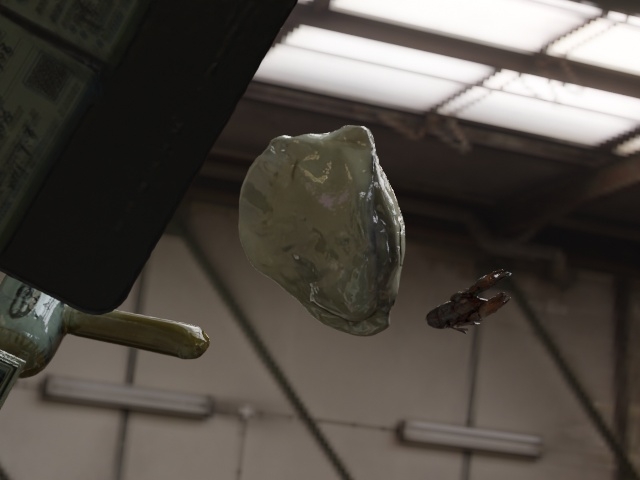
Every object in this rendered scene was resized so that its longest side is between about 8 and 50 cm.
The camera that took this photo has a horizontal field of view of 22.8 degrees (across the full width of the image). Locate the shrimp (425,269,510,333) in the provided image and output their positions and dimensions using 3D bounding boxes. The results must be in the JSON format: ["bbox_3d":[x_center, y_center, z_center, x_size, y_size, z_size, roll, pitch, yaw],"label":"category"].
[{"bbox_3d":[0.137,0.062,1.450,0.092,0.029,0.038,-37,-130,25],"label":"shrimp"}]

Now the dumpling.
[{"bbox_3d":[0.000,0.000,2.271,0.187,0.242,0.318,-74,162,-74],"label":"dumpling"}]

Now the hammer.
[{"bbox_3d":[-0.292,0.110,2.115,0.113,0.305,0.202,88,16,-46],"label":"hammer"}]

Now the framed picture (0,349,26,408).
[{"bbox_3d":[-0.397,0.143,1.537,0.142,0.183,0.011,-62,-156,-1],"label":"framed picture"}]

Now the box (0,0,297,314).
[{"bbox_3d":[-0.163,-0.135,1.179,0.350,0.211,0.058,-59,-160,4],"label":"box"}]
